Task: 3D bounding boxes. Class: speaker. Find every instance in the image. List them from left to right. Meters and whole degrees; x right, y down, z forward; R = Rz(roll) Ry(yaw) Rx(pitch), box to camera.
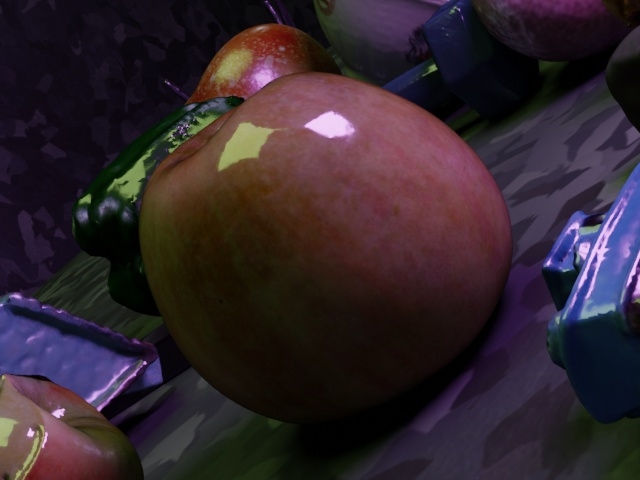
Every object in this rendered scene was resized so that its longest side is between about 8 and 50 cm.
[{"bbox_3d":[-0.209,0.147,1.478,0.218,0.044,0.082,-34,11,19],"label":"speaker"}]

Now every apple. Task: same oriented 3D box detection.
[{"bbox_3d":[-0.241,0.207,1.011,0.188,0.174,0.207,-57,14,-2],"label":"apple"},{"bbox_3d":[0.000,0.000,0.946,0.257,0.234,0.257,-38,8,6],"label":"apple"}]

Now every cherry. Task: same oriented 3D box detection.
[{"bbox_3d":[0.273,-0.299,1.391,0.236,0.212,0.285,-11,-9,8],"label":"cherry"}]

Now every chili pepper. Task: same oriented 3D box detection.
[{"bbox_3d":[-0.156,-0.037,1.571,0.257,0.233,0.248,-34,-1,-27],"label":"chili pepper"}]

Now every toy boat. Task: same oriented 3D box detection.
[{"bbox_3d":[0.175,0.012,0.694,0.097,0.100,0.223,-10,24,37],"label":"toy boat"}]

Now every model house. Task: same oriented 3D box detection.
[{"bbox_3d":[-0.315,0.178,1.355,0.249,0.229,0.280,-4,-6,-34],"label":"model house"}]

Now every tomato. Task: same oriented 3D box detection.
[{"bbox_3d":[-0.072,-0.173,1.917,0.270,0.223,0.270,-47,-10,-11],"label":"tomato"}]

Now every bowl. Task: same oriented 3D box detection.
[{"bbox_3d":[0.123,-0.274,1.744,0.337,0.337,0.157,-74,-1,-72],"label":"bowl"}]

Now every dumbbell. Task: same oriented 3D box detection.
[{"bbox_3d":[0.103,-0.171,1.573,0.316,0.156,0.144,-30,-17,33],"label":"dumbbell"}]

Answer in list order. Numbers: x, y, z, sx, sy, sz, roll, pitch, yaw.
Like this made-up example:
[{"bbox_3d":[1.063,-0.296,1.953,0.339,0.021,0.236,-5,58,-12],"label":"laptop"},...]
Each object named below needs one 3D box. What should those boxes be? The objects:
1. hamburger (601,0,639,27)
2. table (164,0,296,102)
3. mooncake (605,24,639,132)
[{"bbox_3d":[0.343,-0.286,1.171,0.183,0.206,0.130,-13,31,-22],"label":"hamburger"},{"bbox_3d":[-0.064,-0.263,2.184,0.317,0.249,0.317,-36,11,8],"label":"table"},{"bbox_3d":[0.276,-0.122,0.932,0.168,0.104,0.175,-49,12,-26],"label":"mooncake"}]
